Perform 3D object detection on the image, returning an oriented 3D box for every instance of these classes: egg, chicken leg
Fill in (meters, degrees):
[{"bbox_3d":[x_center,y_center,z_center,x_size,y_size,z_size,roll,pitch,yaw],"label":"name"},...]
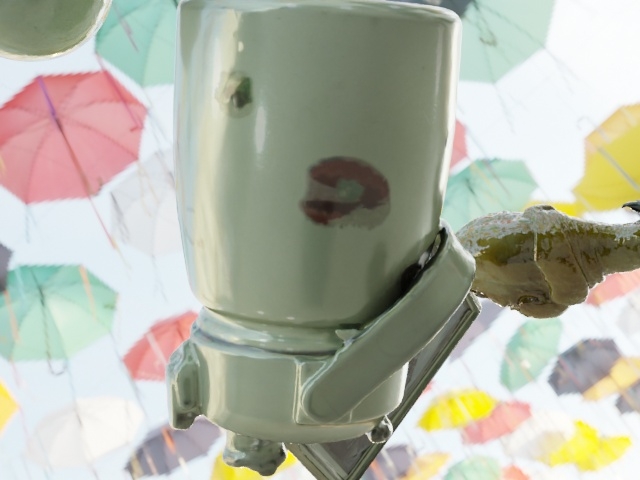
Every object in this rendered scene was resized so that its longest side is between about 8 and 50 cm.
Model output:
[{"bbox_3d":[-0.241,-0.226,0.850,0.149,0.192,0.149,-37,-8,-6],"label":"egg"},{"bbox_3d":[0.225,0.015,0.985,0.227,0.103,0.088,-7,16,20],"label":"chicken leg"}]

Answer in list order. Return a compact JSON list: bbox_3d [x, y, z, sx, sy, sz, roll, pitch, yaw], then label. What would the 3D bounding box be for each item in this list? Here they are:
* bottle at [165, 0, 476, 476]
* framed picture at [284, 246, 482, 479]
[{"bbox_3d":[0.000,0.000,0.823,0.229,0.229,0.352,-4,-80,-37],"label":"bottle"},{"bbox_3d":[0.070,0.132,1.231,0.296,0.019,0.232,-52,-40,-14],"label":"framed picture"}]
